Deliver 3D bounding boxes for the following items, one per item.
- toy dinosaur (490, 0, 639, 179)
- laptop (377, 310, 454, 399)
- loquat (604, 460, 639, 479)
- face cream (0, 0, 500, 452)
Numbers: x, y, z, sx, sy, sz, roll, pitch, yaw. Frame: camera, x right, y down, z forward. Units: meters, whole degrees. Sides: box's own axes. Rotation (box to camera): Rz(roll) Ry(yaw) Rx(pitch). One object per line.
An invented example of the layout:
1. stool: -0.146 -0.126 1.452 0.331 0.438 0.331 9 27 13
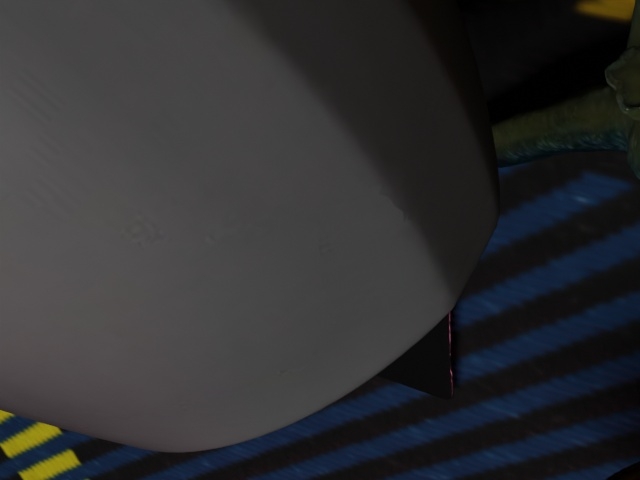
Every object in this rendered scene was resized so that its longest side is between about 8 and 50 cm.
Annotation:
1. toy dinosaur: 0.150 -0.039 0.469 0.363 0.076 0.147 9 164 36
2. laptop: 0.000 0.000 0.727 0.135 0.016 0.197 21 150 17
3. loquat: 0.175 0.189 0.633 0.235 0.235 0.235 23 150 14
4. face cream: -0.127 -0.095 0.473 0.357 0.219 0.312 42 158 -31
